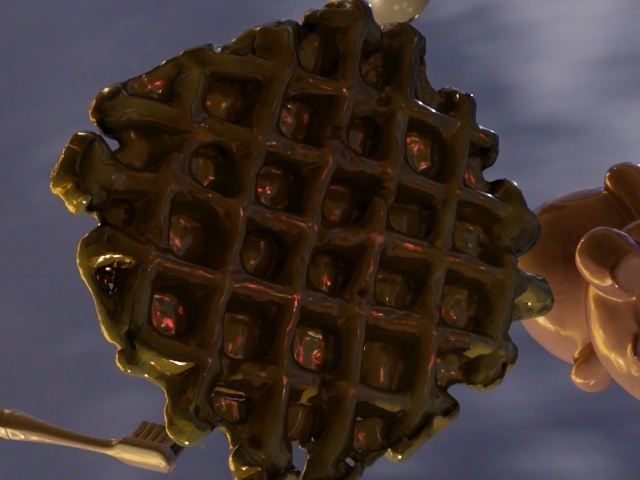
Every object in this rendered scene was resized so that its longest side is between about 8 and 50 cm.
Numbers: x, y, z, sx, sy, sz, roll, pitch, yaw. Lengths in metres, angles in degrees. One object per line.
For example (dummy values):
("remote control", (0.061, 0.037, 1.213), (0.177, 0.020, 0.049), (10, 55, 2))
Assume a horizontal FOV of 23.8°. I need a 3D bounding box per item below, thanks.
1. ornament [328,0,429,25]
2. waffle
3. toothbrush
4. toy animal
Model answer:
("ornament", (0.042, -0.189, 0.944), (0.156, 0.081, 0.075), (115, -5, -66))
("waffle", (0.000, 0.000, 0.554), (0.169, 0.183, 0.036), (61, -29, 1))
("toothbrush", (-0.235, 0.125, 1.090), (0.342, 0.025, 0.030), (5, -143, 33))
("toy animal", (0.148, 0.015, 0.822), (0.124, 0.124, 0.212), (-62, -152, -2))
